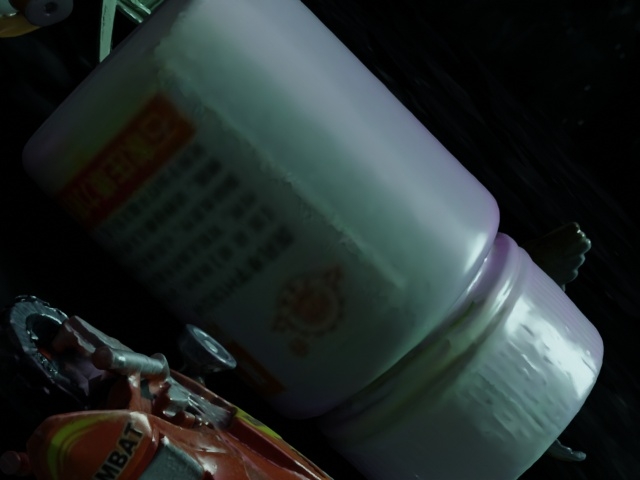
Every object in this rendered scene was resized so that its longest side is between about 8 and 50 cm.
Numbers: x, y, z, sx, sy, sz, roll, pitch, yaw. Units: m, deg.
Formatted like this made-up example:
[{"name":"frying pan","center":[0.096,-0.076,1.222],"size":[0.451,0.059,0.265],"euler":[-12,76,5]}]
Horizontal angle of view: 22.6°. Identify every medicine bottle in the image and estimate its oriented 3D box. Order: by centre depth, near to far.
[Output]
[{"name":"medicine bottle","center":[0.000,0.000,1.120],"size":[0.388,0.219,0.219],"euler":[44,15,-12]}]

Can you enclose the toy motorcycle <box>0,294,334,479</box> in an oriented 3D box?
[{"name":"toy motorcycle","center":[-0.056,0.133,0.872],"size":[0.298,0.089,0.171],"euler":[37,13,-34]}]

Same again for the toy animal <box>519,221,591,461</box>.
[{"name":"toy animal","center":[0.149,0.103,1.473],"size":[0.197,0.272,0.160],"euler":[13,26,18]}]

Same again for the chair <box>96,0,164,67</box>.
[{"name":"chair","center":[-0.138,-0.222,1.436],"size":[0.203,0.190,0.275],"euler":[35,27,-41]}]

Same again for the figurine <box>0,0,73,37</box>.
[{"name":"figurine","center":[-0.267,-0.247,1.229],"size":[0.271,0.143,0.143],"euler":[33,5,33]}]
